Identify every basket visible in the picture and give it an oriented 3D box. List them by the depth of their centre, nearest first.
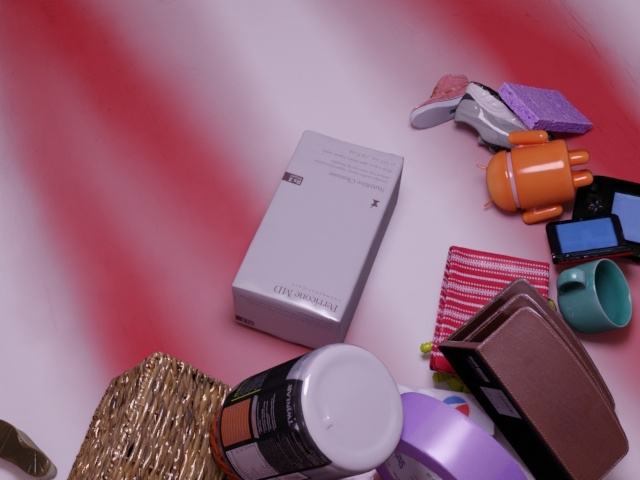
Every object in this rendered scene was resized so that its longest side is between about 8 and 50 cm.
[{"bbox_3d":[-0.280,0.373,1.642,0.213,0.223,0.299,30,56,-20],"label":"basket"}]

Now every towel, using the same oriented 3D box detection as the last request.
[{"bbox_3d":[0.312,0.136,1.763,0.199,0.031,0.275,11,57,4],"label":"towel"}]

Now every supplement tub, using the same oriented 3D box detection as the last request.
[{"bbox_3d":[-0.034,0.283,1.503,0.194,0.316,0.193,13,66,-30],"label":"supplement tub"}]

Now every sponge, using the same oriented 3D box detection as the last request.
[{"bbox_3d":[0.470,-0.274,2.024,0.210,0.031,0.117,-3,47,-44],"label":"sponge"}]

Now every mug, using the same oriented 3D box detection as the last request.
[{"bbox_3d":[0.490,0.096,1.785,0.157,0.097,0.129,56,44,-13],"label":"mug"}]

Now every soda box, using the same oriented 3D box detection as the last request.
[{"bbox_3d":[0.195,0.304,1.697,0.216,0.069,0.074,8,58,5],"label":"soda box"}]

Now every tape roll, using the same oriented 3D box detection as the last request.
[{"bbox_3d":[0.200,0.368,1.533,0.275,0.275,0.090,37,65,21],"label":"tape roll"}]

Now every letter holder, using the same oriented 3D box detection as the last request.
[{"bbox_3d":[0.384,0.228,1.606,0.214,0.152,0.302,-39,97,-16],"label":"letter holder"}]

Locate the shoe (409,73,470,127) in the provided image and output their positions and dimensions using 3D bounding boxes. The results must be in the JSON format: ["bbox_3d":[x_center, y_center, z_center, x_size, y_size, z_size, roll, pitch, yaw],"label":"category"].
[{"bbox_3d":[0.258,-0.303,2.095,0.178,0.063,0.081,-19,58,-18],"label":"shoe"}]

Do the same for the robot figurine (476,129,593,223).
[{"bbox_3d":[0.424,-0.130,1.925,0.219,0.158,0.128,-11,48,16],"label":"robot figurine"}]

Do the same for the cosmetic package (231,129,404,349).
[{"bbox_3d":[0.000,0.000,1.843,0.217,0.156,0.385,16,58,8],"label":"cosmetic package"}]

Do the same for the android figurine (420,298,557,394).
[{"bbox_3d":[0.321,0.193,1.778,0.273,0.056,0.248,-12,58,-10],"label":"android figurine"}]

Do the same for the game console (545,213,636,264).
[{"bbox_3d":[0.510,-0.004,1.841,0.144,0.124,0.085,-9,88,6],"label":"game console"}]

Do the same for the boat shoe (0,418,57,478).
[{"bbox_3d":[-0.520,0.364,1.683,0.153,0.048,0.056,26,73,23],"label":"boat shoe"}]

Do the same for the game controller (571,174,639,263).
[{"bbox_3d":[0.657,-0.028,1.910,0.319,0.067,0.166,13,58,9],"label":"game controller"}]

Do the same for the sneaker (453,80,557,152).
[{"bbox_3d":[0.401,-0.220,2.030,0.271,0.100,0.108,38,108,10],"label":"sneaker"}]
